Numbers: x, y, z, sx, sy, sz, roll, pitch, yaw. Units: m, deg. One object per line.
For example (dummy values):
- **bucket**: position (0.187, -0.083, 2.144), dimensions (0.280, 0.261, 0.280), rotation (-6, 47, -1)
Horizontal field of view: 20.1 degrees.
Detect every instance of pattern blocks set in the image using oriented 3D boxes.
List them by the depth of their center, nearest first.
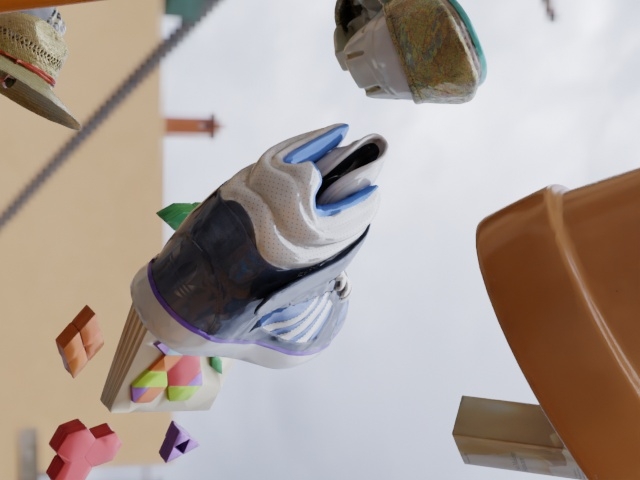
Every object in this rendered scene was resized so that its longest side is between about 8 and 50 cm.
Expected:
- **pattern blocks set**: position (-0.135, 0.097, 1.777), dimensions (0.026, 0.285, 0.325), rotation (43, -48, 38)

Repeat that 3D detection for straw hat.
- **straw hat**: position (-0.242, -0.151, 1.458), dimensions (0.061, 0.144, 0.144), rotation (-62, -157, -9)

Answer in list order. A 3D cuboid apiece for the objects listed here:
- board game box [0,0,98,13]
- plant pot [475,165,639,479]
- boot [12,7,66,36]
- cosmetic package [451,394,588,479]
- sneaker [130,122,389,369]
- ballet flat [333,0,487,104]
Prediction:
- **board game box**: position (-0.209, -0.333, 1.175), dimensions (0.356, 0.356, 0.356), rotation (-61, 144, -77)
- **plant pot**: position (0.270, 0.056, 1.263), dimensions (0.203, 0.291, 0.291), rotation (-33, -129, 18)
- **boot**: position (-0.380, -0.254, 1.974), dimensions (0.085, 0.236, 0.179), rotation (16, -44, 36)
- **cosmetic package**: position (0.176, 0.170, 1.550), dimensions (0.060, 0.115, 0.041), rotation (63, 38, -50)
- **sneaker**: position (0.000, 0.000, 1.598), dimensions (0.236, 0.322, 0.130), rotation (-40, -109, 23)
- **ballet flat**: position (0.071, -0.184, 1.679), dimensions (0.348, 0.123, 0.123), rotation (-110, -154, -73)
